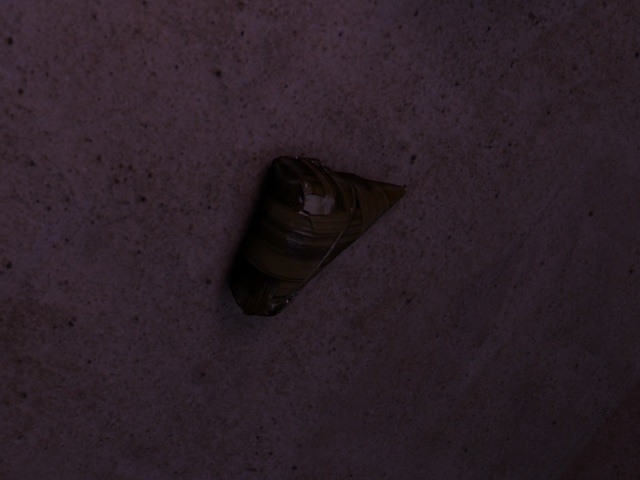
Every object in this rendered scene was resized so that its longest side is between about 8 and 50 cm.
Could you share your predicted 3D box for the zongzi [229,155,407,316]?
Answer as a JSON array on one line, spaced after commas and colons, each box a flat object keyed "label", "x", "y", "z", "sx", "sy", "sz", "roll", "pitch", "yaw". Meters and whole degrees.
[{"label": "zongzi", "x": 0.000, "y": 0.000, "z": 1.869, "sx": 0.288, "sy": 0.134, "sz": 0.286, "roll": 0, "pitch": 126, "yaw": -45}]
